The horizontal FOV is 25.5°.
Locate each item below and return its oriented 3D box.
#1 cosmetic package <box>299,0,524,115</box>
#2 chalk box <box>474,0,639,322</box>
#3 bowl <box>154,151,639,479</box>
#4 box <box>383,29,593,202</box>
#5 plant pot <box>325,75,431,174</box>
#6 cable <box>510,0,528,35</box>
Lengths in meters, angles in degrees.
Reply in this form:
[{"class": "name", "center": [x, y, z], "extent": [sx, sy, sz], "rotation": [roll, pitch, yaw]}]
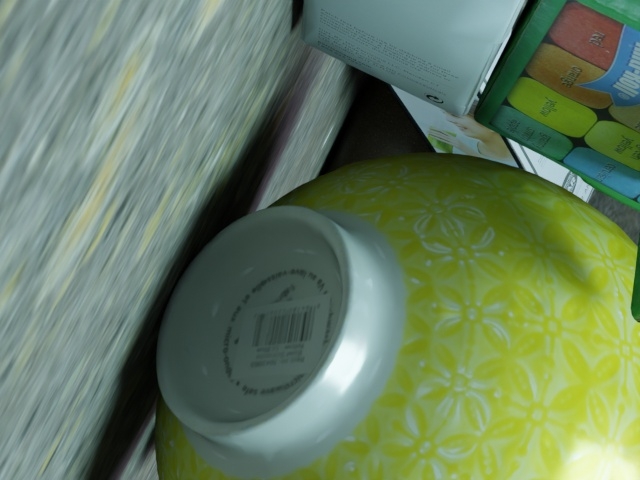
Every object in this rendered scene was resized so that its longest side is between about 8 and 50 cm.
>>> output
[{"class": "cosmetic package", "center": [0.114, -0.265, 0.560], "extent": [0.377, 0.097, 0.284], "rotation": [-64, 179, -11]}, {"class": "chalk box", "center": [0.189, -0.106, 0.627], "extent": [0.289, 0.179, 0.180], "rotation": [-62, 179, -15]}, {"class": "bowl", "center": [0.013, 0.067, 0.692], "extent": [0.156, 0.289, 0.289], "rotation": [36, 76, -44]}, {"class": "box", "center": [0.138, -0.136, 0.994], "extent": [0.169, 0.087, 0.290], "rotation": [-64, 151, -11]}, {"class": "plant pot", "center": [0.102, -0.063, 1.206], "extent": [0.215, 0.215, 0.230], "rotation": [-48, 150, -78]}, {"class": "cable", "center": [0.152, -0.250, 0.787], "extent": [0.139, 0.072, 0.287], "rotation": [4, -88, 55]}]
